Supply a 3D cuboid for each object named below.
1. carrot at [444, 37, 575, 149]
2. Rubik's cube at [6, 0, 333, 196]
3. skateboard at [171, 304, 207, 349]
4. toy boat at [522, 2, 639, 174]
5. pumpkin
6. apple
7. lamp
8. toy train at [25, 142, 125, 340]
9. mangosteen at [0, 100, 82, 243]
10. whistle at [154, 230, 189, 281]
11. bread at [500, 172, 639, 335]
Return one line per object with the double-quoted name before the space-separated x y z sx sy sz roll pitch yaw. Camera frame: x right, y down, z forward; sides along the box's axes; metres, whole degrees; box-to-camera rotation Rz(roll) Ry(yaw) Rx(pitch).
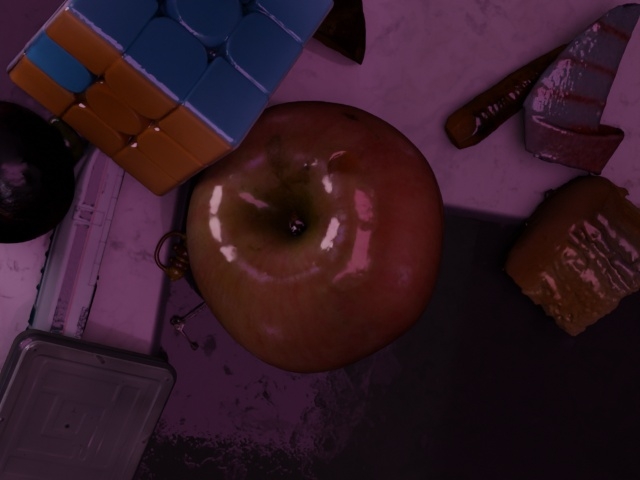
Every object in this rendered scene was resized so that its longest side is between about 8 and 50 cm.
"carrot" 0.340 -0.253 2.056 0.314 0.066 0.066 -34 103 -8
"Rubik's cube" -0.212 -0.281 1.768 0.291 0.291 0.290 40 63 -15
"skateboard" -0.187 0.128 2.000 0.083 0.032 0.064 -38 113 -4
"toy boat" 0.434 -0.258 2.038 0.206 0.096 0.282 14 105 -26
"pumpkin" -0.021 -0.407 1.915 0.312 0.148 0.169 28 94 -18
"apple" 0.000 0.000 1.850 0.391 0.346 0.392 -5 76 21
"lamp" -0.378 0.278 1.905 0.269 0.047 0.267 17 101 -34
"toy train" -0.360 -0.024 1.913 0.088 0.086 0.407 15 92 -11
"mangosteen" -0.456 -0.107 1.830 0.216 0.216 0.216 -2 97 -13
"whistle" -0.217 0.010 1.971 0.057 0.046 0.109 30 95 -29
"bread" 0.437 0.006 2.063 0.204 0.162 0.262 43 72 -3
